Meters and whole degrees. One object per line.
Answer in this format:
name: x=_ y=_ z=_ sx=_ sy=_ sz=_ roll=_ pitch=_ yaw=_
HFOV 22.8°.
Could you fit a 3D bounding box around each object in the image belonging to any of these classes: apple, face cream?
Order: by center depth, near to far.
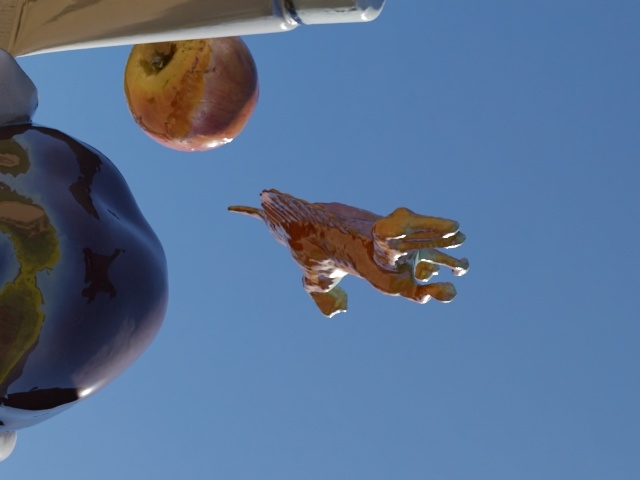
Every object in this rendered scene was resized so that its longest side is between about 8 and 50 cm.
face cream: x=-0.106 y=-0.205 z=1.204 sx=0.314 sy=0.089 sz=0.143 roll=3 pitch=-105 yaw=18
apple: x=-0.130 y=-0.160 z=1.642 sx=0.146 sy=0.146 sz=0.147 roll=-26 pitch=-121 yaw=55

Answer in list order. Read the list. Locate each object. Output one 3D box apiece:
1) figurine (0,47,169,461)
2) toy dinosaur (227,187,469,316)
figurine: x=-0.242 y=0.074 z=1.068 sx=0.365 sy=0.218 sz=0.206 roll=-52 pitch=-159 yaw=36
toy dinosaur: x=0.001 y=0.001 z=0.926 sx=0.212 sy=0.142 sz=0.057 roll=12 pitch=-105 yaw=27
